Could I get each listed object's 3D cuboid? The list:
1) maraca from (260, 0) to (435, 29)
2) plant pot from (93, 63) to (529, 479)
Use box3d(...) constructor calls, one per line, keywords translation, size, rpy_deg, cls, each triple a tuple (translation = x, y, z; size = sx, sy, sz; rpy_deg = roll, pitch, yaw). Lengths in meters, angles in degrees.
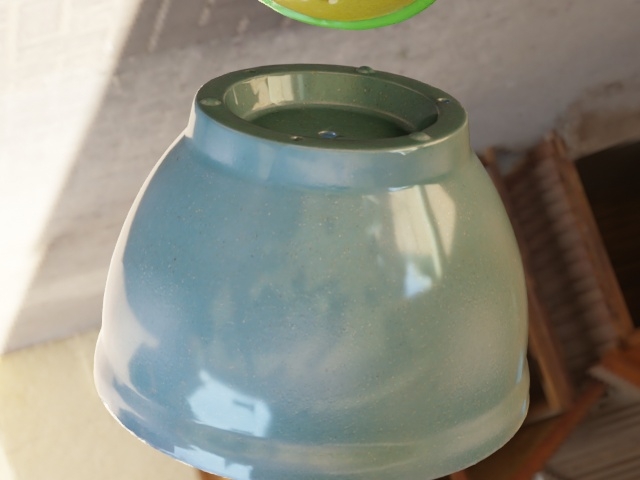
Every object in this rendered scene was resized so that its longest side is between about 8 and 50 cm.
box3d(translation=(-0.013, -0.176, 0.694), size=(0.127, 0.185, 0.099), rpy_deg=(-66, 171, 17), cls="maraca")
box3d(translation=(0.000, 0.000, 0.936), size=(0.293, 0.196, 0.293), rpy_deg=(3, -157, -1), cls="plant pot")
